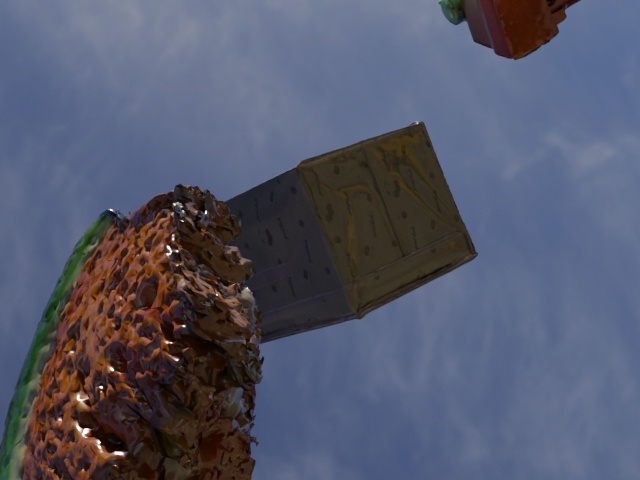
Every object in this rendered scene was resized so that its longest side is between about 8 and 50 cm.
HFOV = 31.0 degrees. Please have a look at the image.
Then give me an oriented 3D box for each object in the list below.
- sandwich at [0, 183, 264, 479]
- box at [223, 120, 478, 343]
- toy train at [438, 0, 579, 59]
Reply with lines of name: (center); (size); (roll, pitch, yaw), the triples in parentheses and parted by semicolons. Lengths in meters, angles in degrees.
sandwich: (-0.073, 0.067, 0.504); (0.079, 0.159, 0.235); (30, -160, -26)
box: (0.000, 0.000, 1.445); (0.225, 0.297, 0.190); (-23, -88, -39)
toy train: (0.185, -0.214, 0.922); (0.176, 0.118, 0.074); (-29, -61, -10)
